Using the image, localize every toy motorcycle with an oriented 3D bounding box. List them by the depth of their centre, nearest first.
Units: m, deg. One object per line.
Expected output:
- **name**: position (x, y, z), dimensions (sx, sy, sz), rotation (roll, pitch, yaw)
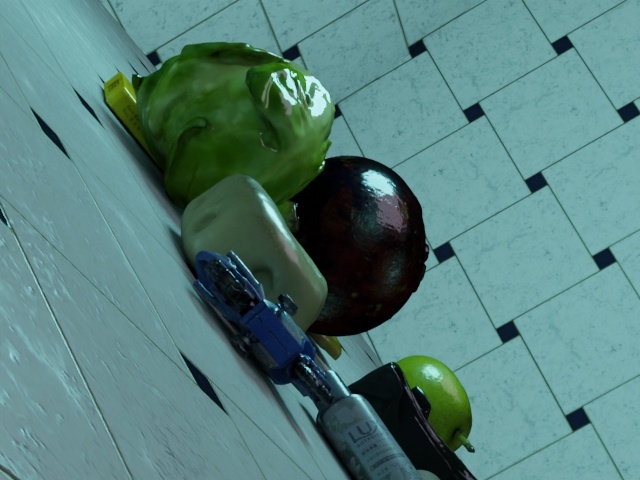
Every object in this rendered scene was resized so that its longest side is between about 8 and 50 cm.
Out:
- **toy motorcycle**: position (-0.059, 0.095, 1.625), dimensions (0.205, 0.076, 0.114), rotation (50, -7, -14)

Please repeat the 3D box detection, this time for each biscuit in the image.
- **biscuit**: position (-0.042, 0.100, 2.547), dimensions (0.260, 0.041, 0.203), rotation (51, 0, 28)

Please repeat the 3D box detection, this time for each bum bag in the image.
- **bum bag**: position (0.118, 0.279, 1.930), dimensions (0.248, 0.123, 0.060), rotation (54, 24, 9)

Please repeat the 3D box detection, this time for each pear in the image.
- **pear**: position (0.182, 0.286, 2.467), dimensions (0.216, 0.166, 0.180), rotation (33, -26, 33)

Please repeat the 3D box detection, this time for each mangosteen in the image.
- **mangosteen**: position (0.019, -0.001, 2.344), dimensions (0.311, 0.311, 0.311), rotation (53, 1, -2)

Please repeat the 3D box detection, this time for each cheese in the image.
- **cheese**: position (-0.072, 0.032, 1.786), dimensions (0.235, 0.117, 0.218), rotation (58, 3, 41)

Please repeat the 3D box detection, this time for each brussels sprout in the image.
- **brussels sprout**: position (-0.119, -0.157, 2.085), dimensions (0.259, 0.294, 0.227), rotation (37, -42, 35)

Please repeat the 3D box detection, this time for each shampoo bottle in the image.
- **shampoo bottle**: position (0.054, 0.239, 1.729), dimensions (0.214, 0.072, 0.072), rotation (53, 2, 34)

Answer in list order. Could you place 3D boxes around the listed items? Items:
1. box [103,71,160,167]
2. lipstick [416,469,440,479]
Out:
- **box**: position (-0.224, -0.126, 2.249), dimensions (0.269, 0.043, 0.152), rotation (51, 4, -19)
- **lipstick**: position (0.138, 0.344, 1.763), dimensions (0.070, 0.070, 0.254), rotation (52, 1, -14)
